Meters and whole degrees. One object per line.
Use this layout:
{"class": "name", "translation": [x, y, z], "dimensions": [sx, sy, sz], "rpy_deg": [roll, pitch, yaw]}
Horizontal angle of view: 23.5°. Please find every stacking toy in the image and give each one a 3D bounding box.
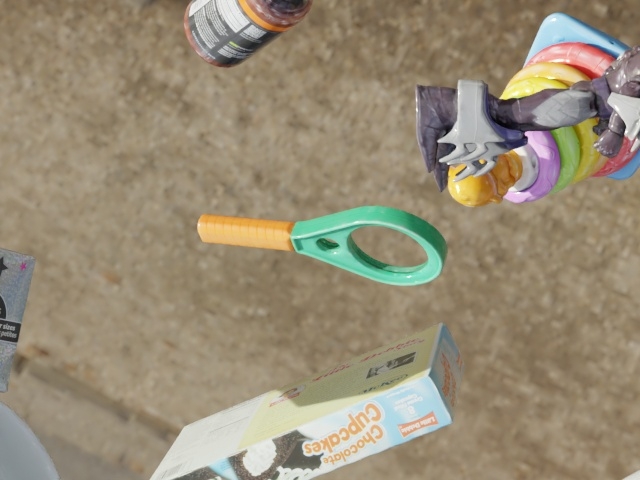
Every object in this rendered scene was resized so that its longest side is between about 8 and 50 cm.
{"class": "stacking toy", "translation": [0.231, -0.105, 1.666], "dimensions": [0.175, 0.302, 0.166], "rpy_deg": [34, 133, 19]}

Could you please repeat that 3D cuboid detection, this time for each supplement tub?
{"class": "supplement tub", "translation": [-0.079, -0.294, 1.897], "dimensions": [0.106, 0.106, 0.198], "rpy_deg": [37, 146, -21]}

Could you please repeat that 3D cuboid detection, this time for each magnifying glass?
{"class": "magnifying glass", "translation": [0.000, 0.000, 1.359], "dimensions": [0.231, 0.026, 0.092], "rpy_deg": [7, 145, 22]}

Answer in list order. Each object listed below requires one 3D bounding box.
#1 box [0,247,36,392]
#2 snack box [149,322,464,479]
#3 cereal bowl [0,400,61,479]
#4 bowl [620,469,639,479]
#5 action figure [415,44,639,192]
{"class": "box", "translation": [-0.420, 0.048, 1.443], "dimensions": [0.247, 0.142, 0.163], "rpy_deg": [14, 175, -41]}
{"class": "snack box", "translation": [-0.012, 0.191, 1.584], "dimensions": [0.322, 0.187, 0.060], "rpy_deg": [-23, 99, 14]}
{"class": "cereal bowl", "translation": [-0.451, 0.343, 1.793], "dimensions": [0.141, 0.339, 0.339], "rpy_deg": [-26, 128, 30]}
{"class": "bowl", "translation": [0.304, 0.247, 1.023], "dimensions": [0.298, 0.298, 0.134], "rpy_deg": [34, 115, -15]}
{"class": "action figure", "translation": [0.229, -0.118, 1.353], "dimensions": [0.285, 0.099, 0.185], "rpy_deg": [-12, -178, 11]}
